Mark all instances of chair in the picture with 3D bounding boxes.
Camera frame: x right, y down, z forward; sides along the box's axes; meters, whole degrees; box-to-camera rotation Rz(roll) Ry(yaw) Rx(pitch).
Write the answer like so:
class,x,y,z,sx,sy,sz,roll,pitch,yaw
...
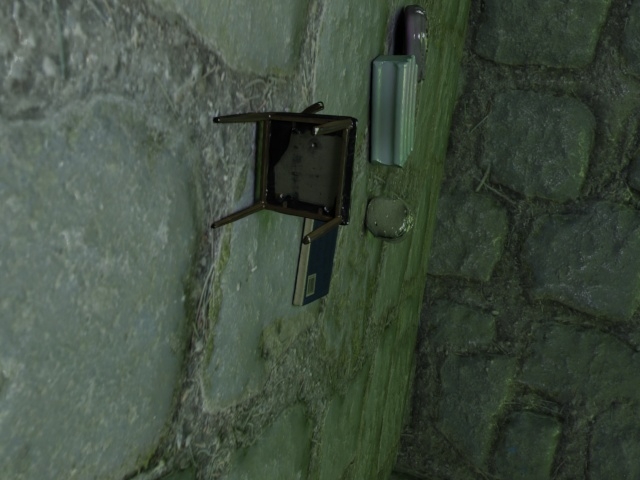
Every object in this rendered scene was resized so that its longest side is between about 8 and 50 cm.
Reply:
class,x,y,z,sx,sy,sz,roll,pitch,yaw
chair,-0.029,-0.116,0.916,0.272,0.166,0.188,-36,133,-64

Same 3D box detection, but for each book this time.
class,x,y,z,sx,sy,sz,roll,pitch,yaw
book,0.000,0.000,1.290,0.191,0.025,0.270,-10,109,-72

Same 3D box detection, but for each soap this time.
class,x,y,z,sx,sy,sz,roll,pitch,yaw
soap,0.198,-0.354,1.578,0.173,0.095,0.290,-56,149,-54

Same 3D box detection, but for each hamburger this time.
class,x,y,z,sx,sy,sz,roll,pitch,yaw
hamburger,0.197,-0.061,1.667,0.133,0.140,0.062,-68,163,1

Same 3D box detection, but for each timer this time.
class,x,y,z,sx,sy,sz,roll,pitch,yaw
timer,0.269,-0.557,1.658,0.209,0.069,0.191,-80,167,-53
